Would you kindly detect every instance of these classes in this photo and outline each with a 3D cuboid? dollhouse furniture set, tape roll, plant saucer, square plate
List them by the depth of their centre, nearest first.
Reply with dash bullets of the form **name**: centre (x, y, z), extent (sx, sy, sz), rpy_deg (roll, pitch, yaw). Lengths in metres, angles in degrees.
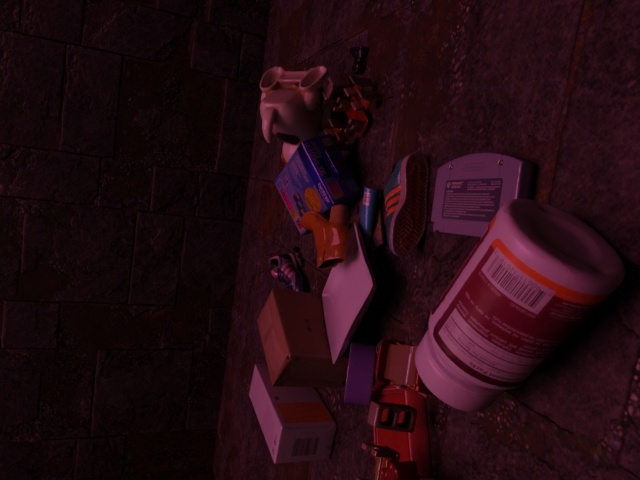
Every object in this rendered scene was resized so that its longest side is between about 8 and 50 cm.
- **dollhouse furniture set**: centre (0.227, 0.435, 1.143), extent (0.201, 0.152, 0.375), rpy_deg (165, 118, -67)
- **plant saucer**: centre (0.217, 0.535, 1.359), extent (0.259, 0.047, 0.259), rpy_deg (141, 131, -61)
- **tape roll**: centre (0.122, 0.416, 1.476), extent (0.189, 0.080, 0.189), rpy_deg (8, -90, -86)
- **square plate**: centre (0.093, 0.170, 1.568), extent (0.344, 0.049, 0.348), rpy_deg (-101, 28, -55)
- **dollhouse furniture set**: centre (0.118, -0.508, 1.793), extent (0.262, 0.135, 0.259), rpy_deg (-59, 44, 47)

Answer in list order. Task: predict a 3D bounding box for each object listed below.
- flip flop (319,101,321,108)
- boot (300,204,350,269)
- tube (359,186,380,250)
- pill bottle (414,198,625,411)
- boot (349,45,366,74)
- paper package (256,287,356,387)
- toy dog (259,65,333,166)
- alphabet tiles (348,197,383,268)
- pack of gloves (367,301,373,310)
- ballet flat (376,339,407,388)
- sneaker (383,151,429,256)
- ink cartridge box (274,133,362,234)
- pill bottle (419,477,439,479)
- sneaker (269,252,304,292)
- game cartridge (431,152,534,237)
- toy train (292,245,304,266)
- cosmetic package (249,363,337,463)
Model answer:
- **flip flop**: centre (-0.060, -0.604, 2.264), extent (0.112, 0.080, 0.277), rpy_deg (-120, 41, -55)
- **boot**: centre (0.001, 0.000, 1.690), extent (0.295, 0.104, 0.212), rpy_deg (-17, 62, 57)
- **tube**: centre (0.159, -0.076, 1.600), extent (0.080, 0.052, 0.207), rpy_deg (-130, 47, -69)
- **pill bottle**: centre (0.347, 0.138, 0.896), extent (0.224, 0.223, 0.392), rpy_deg (-109, 32, -46)
- **boot**: centre (0.141, -0.701, 1.843), extent (0.121, 0.045, 0.099), rpy_deg (-143, 59, -64)
- **paper package**: centre (-0.045, 0.352, 1.693), extent (0.168, 0.309, 0.325), rpy_deg (-63, 32, 28)
- **toy dog**: centre (-0.079, -0.470, 1.988), extent (0.408, 0.284, 0.396), rpy_deg (69, -152, -47)
- **alphabet tiles**: centre (0.127, 0.002, 1.704), extent (0.342, 0.011, 0.285), rpy_deg (-42, 41, 53)
- **pack of gloves**: centre (0.137, 0.209, 1.660), extent (0.232, 0.046, 0.195), rpy_deg (-98, 24, -55)
- **ballet flat**: centre (0.217, 0.370, 1.364), extent (0.213, 0.072, 0.068), rpy_deg (-114, 6, -64)
- **sneaker**: centre (0.241, -0.100, 1.382), extent (0.121, 0.108, 0.303), rpy_deg (172, 110, -68)
- **ink cartridge box**: centre (-0.007, -0.222, 1.831), extent (0.270, 0.151, 0.395), rpy_deg (62, 148, 8)
- **pill bottle**: centre (0.218, 0.678, 1.190), extent (0.264, 0.146, 0.146), rpy_deg (132, 138, -57)
- **sneaker**: centre (-0.162, 0.179, 2.249), extent (0.319, 0.130, 0.112), rpy_deg (-118, 27, -55)
- **game cartridge**: centre (0.374, -0.105, 1.115), extent (0.297, 0.062, 0.198), rpy_deg (-165, 86, -68)
- **toy train**: centre (-0.106, 0.076, 2.293), extent (0.036, 0.027, 0.158), rpy_deg (-62, 29, 23)
- **cosmetic package**: centre (-0.127, 0.687, 1.932), extent (0.453, 0.229, 0.162), rpy_deg (-143, 62, -64)
